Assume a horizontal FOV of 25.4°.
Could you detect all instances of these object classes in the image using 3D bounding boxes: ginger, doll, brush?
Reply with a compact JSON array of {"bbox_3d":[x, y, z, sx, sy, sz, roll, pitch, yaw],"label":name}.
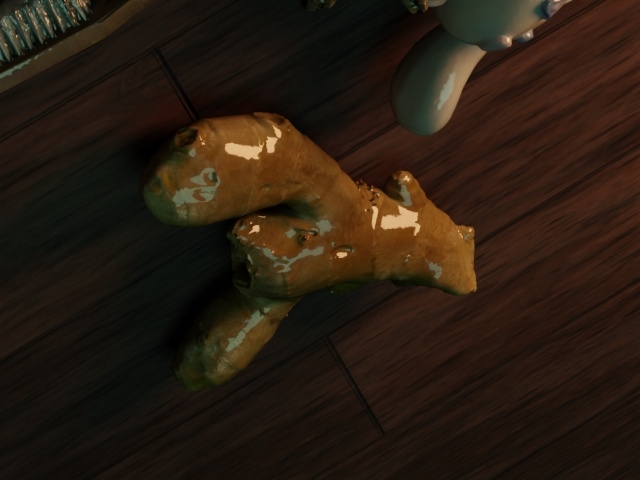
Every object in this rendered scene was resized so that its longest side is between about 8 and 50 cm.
[{"bbox_3d":[-0.008,-0.020,1.446,0.348,0.122,0.363,-22,133,-15],"label":"ginger"},{"bbox_3d":[0.147,-0.277,1.216,0.366,0.187,0.376,27,96,-53],"label":"doll"},{"bbox_3d":[-0.172,-0.214,1.174,0.328,0.070,0.065,-28,129,-8],"label":"brush"}]

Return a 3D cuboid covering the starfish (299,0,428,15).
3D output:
[{"bbox_3d":[0.019,-0.235,1.047,0.213,0.057,0.238,-20,151,13],"label":"starfish"}]
